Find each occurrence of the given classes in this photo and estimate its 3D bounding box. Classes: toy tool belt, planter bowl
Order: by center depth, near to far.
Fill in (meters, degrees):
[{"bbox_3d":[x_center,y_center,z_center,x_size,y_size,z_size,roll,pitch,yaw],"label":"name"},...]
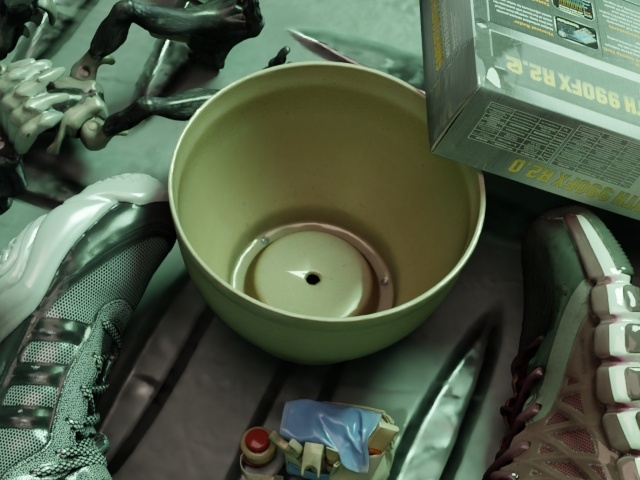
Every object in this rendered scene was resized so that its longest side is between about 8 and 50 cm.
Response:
[{"bbox_3d":[-0.002,0.102,0.843,0.083,0.051,0.052,6,58,4],"label":"toy tool belt"},{"bbox_3d":[0.000,0.000,0.871,0.162,0.109,0.162,2,57,-3],"label":"planter bowl"}]

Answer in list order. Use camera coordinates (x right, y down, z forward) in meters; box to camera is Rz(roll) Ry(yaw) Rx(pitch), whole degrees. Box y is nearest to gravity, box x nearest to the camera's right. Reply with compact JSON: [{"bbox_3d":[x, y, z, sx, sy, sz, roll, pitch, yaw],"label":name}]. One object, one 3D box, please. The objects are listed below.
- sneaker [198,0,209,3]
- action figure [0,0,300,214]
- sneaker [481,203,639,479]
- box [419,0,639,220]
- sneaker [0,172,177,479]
[{"bbox_3d":[-0.078,-0.235,1.056,0.089,0.051,0.170,15,64,9],"label":"sneaker"},{"bbox_3d":[-0.160,-0.095,0.916,0.275,0.141,0.164,-12,60,-11],"label":"action figure"},{"bbox_3d":[0.091,0.112,0.809,0.162,0.106,0.281,-8,59,-2],"label":"sneaker"},{"bbox_3d":[0.169,-0.096,0.900,0.231,0.056,0.183,16,47,-18],"label":"box"},{"bbox_3d":[-0.125,0.097,0.822,0.153,0.101,0.268,32,69,18],"label":"sneaker"}]
